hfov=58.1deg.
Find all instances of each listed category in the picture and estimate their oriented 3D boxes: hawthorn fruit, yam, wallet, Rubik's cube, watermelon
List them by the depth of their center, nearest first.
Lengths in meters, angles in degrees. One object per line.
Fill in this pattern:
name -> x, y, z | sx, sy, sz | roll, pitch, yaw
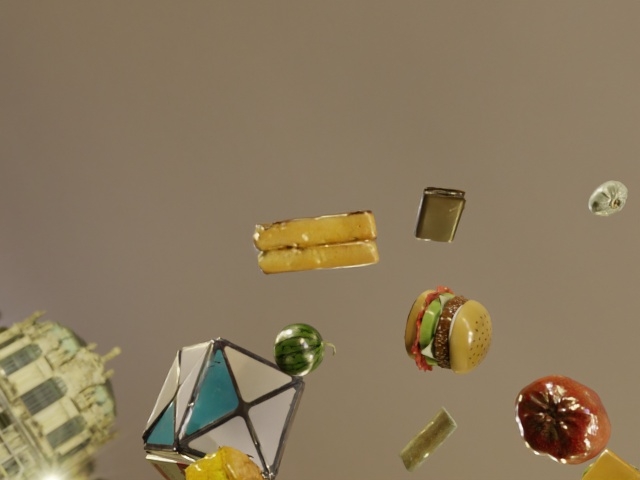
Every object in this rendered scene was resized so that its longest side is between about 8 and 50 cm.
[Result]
hawthorn fruit -> 0.458, 0.338, 1.072 | 0.157, 0.157, 0.194 | 5, -23, 48
watermelon -> -0.037, 0.201, 1.075 | 0.109, 0.109, 0.109 | 29, -45, 33
wallet -> 0.301, -0.063, 1.466 | 0.110, 0.031, 0.198 | 6, -33, 5
Rubik's cube -> -0.268, 0.470, 1.574 | 0.307, 0.310, 0.305 | 32, -28, -25
yam -> 0.398, 0.743, 2.142 | 0.093, 0.259, 0.093 | 44, 0, 0

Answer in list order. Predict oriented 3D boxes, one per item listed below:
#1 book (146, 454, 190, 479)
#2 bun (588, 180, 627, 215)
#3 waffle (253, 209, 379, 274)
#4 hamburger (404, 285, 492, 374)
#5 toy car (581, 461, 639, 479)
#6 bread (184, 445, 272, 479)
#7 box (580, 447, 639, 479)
book -> -0.417, 0.718, 1.752 | 0.231, 0.022, 0.162 | -11, -60, 41
bun -> 0.609, -0.086, 1.215 | 0.045, 0.083, 0.083 | -122, -159, -57
waffle -> 0.000, 0.000, 1.115 | 0.327, 0.224, 0.098 | -20, 105, -88
hamburger -> 0.255, 0.175, 1.102 | 0.136, 0.175, 0.175 | 10, -56, 36
toy car -> 0.653, 0.628, 1.304 | 0.145, 0.235, 0.235 | 6, -48, -2
bread -> -0.176, 0.582, 1.241 | 0.147, 0.160, 0.261 | -104, 172, -62
box -> 0.284, 0.462, 0.578 | 0.115, 0.415, 0.264 | 36, 0, -32
